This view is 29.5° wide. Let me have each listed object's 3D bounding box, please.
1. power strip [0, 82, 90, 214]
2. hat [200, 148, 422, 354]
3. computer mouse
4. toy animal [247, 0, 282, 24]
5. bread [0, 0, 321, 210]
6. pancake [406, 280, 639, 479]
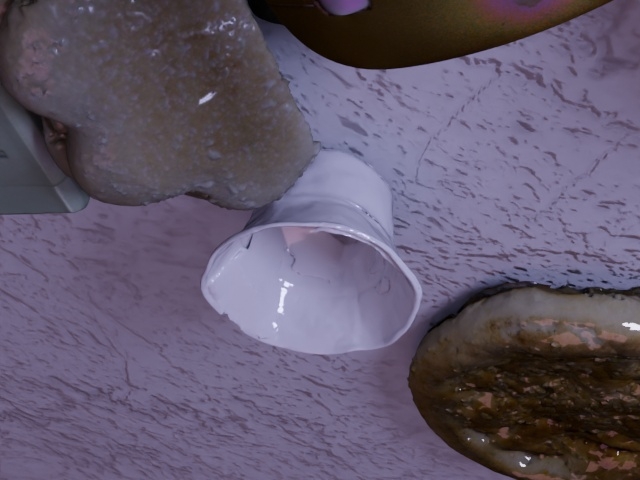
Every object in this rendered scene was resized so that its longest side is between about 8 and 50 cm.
[{"bbox_3d":[-0.264,-0.137,0.927,0.140,0.139,0.224,1,144,17],"label":"power strip"},{"bbox_3d":[0.000,0.000,1.058,0.203,0.126,0.203,8,145,6],"label":"hat"},{"bbox_3d":[0.101,-0.197,0.754,0.310,0.072,0.158,-17,137,20],"label":"computer mouse"},{"bbox_3d":[0.010,-0.168,0.885,0.136,0.047,0.065,16,151,-9],"label":"toy animal"},{"bbox_3d":[-0.126,-0.130,0.853,0.102,0.183,0.337,43,166,42],"label":"bread"},{"bbox_3d":[0.274,0.159,1.258,0.382,0.071,0.382,8,146,5],"label":"pancake"}]
